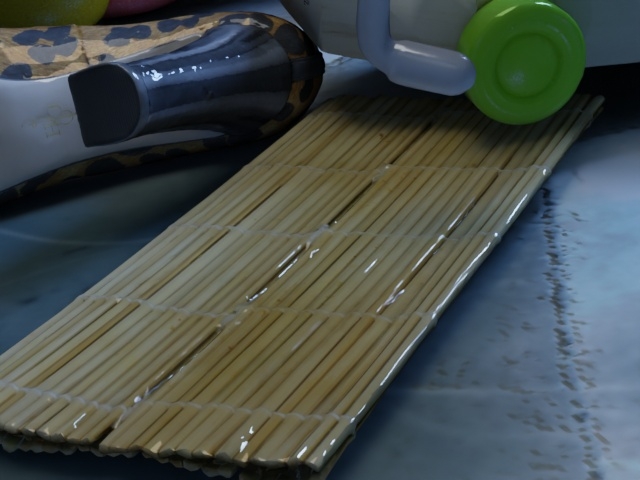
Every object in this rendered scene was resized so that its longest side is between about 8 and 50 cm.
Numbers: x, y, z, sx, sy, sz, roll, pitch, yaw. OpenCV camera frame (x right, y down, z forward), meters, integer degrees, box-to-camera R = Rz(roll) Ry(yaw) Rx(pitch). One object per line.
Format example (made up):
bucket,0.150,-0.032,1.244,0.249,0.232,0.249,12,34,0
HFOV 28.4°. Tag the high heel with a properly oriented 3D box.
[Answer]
high heel,-0.134,-0.076,0.681,0.261,0.093,0.186,2,13,32

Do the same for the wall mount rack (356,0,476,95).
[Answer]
wall mount rack,0.180,-0.145,0.503,0.304,0.130,0.350,7,43,8

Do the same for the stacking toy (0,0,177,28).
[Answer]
stacking toy,-0.210,-0.245,0.912,0.351,0.350,0.480,13,51,41

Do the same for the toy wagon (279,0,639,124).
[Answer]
toy wagon,0.154,-0.148,0.678,0.345,0.068,0.267,-8,27,-12

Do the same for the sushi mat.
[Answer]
sushi mat,0.000,0.000,0.511,0.152,0.019,0.316,5,28,27
